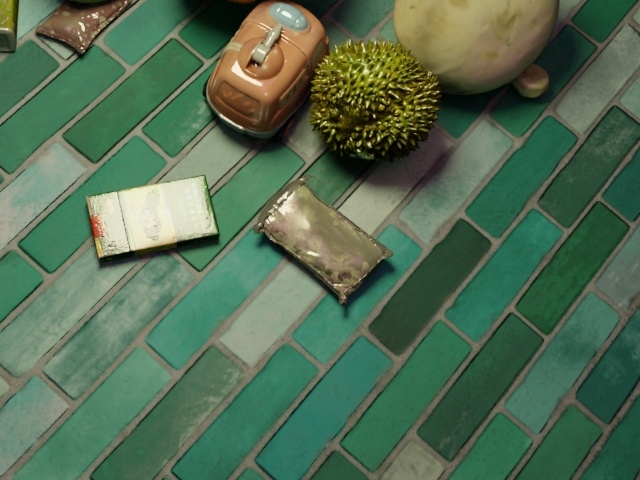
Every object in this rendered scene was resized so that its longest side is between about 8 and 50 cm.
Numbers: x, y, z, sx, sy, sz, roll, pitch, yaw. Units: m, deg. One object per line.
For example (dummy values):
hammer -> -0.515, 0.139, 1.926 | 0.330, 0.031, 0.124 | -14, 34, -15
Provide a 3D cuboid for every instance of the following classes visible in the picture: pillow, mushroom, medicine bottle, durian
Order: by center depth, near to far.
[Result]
pillow -> 0.000, 0.000, 1.810 | 0.255, 0.059, 0.169 | 41, 70, 3
durian -> 0.101, -0.267, 1.821 | 0.291, 0.291, 0.224 | 15, 81, -5
medicine bottle -> -0.672, -0.480, 1.837 | 0.132, 0.088, 0.188 | 0, 72, -10
mushroom -> 0.309, -0.493, 1.889 | 0.353, 0.325, 0.353 | -2, 79, 9
pillow -> -0.484, -0.470, 1.891 | 0.118, 0.043, 0.185 | 30, 69, 5

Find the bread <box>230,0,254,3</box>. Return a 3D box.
bread -> -0.121, -0.617, 1.839 | 0.398, 0.215, 0.398 | -10, 32, 6

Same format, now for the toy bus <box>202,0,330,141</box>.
toy bus -> -0.104, -0.356, 1.824 | 0.194, 0.232, 0.287 | 31, 71, 4

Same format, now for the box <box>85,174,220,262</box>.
box -> -0.323, -0.043, 1.778 | 0.235, 0.034, 0.132 | -11, 74, -13

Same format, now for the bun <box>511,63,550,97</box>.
bun -> 0.454, -0.346, 2.011 | 0.086, 0.055, 0.086 | 7, 56, -11

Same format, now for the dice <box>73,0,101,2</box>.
dice -> -0.469, -0.652, 1.822 | 0.252, 0.249, 0.254 | -36, 67, -17
